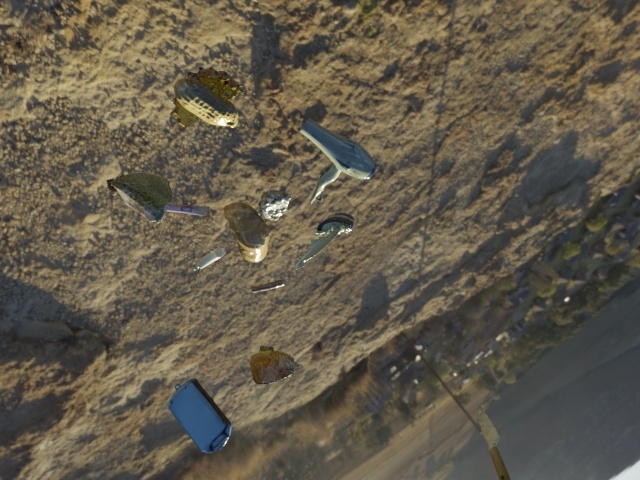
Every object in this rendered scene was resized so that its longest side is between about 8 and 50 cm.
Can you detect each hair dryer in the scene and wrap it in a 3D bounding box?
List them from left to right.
[{"bbox_3d":[-0.004,-0.163,0.875,0.199,0.068,0.167,-22,124,43],"label":"hair dryer"}]

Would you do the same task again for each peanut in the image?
[{"bbox_3d":[-0.311,-0.377,1.174,0.194,0.093,0.083,25,115,-39],"label":"peanut"}]

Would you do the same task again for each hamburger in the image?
[{"bbox_3d":[-0.161,0.378,1.300,0.175,0.102,0.087,-20,-163,33],"label":"hamburger"}]

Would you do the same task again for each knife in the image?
[{"bbox_3d":[0.459,0.535,1.133,0.047,0.017,0.298,-57,180,13],"label":"knife"}]

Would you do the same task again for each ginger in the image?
[{"bbox_3d":[-0.271,-0.024,1.661,0.354,0.189,0.127,88,20,-60],"label":"ginger"}]

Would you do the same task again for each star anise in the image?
[{"bbox_3d":[-0.594,-0.165,1.358,0.156,0.212,0.054,14,86,-33],"label":"star anise"}]

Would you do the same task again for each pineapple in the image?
[{"bbox_3d":[-0.354,-0.447,1.265,0.233,0.079,0.135,-32,124,-1],"label":"pineapple"}]

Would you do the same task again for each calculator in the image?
[{"bbox_3d":[-0.459,0.660,1.609,0.173,0.293,0.051,-47,167,14],"label":"calculator"}]

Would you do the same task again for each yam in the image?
[{"bbox_3d":[-0.215,0.188,1.751,0.145,0.032,0.032,-14,143,10],"label":"yam"}]

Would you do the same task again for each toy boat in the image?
[{"bbox_3d":[0.000,0.000,1.557,0.291,0.220,0.067,-43,110,-29],"label":"toy boat"}]

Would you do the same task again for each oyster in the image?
[{"bbox_3d":[-0.130,-0.092,1.172,0.037,0.098,0.101,-57,159,-54],"label":"oyster"}]

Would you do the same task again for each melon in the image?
[{"bbox_3d":[-0.444,-0.108,1.045,0.139,0.203,0.093,24,111,-35],"label":"melon"}]

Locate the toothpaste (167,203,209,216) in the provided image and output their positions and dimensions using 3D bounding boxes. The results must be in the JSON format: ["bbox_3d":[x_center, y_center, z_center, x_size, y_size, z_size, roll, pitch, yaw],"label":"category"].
[{"bbox_3d":[-0.461,-0.107,1.441,0.169,0.045,0.028,6,139,6],"label":"toothpaste"}]

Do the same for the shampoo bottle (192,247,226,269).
[{"bbox_3d":[-0.369,0.065,1.382,0.141,0.034,0.049,-28,-169,30],"label":"shampoo bottle"}]
